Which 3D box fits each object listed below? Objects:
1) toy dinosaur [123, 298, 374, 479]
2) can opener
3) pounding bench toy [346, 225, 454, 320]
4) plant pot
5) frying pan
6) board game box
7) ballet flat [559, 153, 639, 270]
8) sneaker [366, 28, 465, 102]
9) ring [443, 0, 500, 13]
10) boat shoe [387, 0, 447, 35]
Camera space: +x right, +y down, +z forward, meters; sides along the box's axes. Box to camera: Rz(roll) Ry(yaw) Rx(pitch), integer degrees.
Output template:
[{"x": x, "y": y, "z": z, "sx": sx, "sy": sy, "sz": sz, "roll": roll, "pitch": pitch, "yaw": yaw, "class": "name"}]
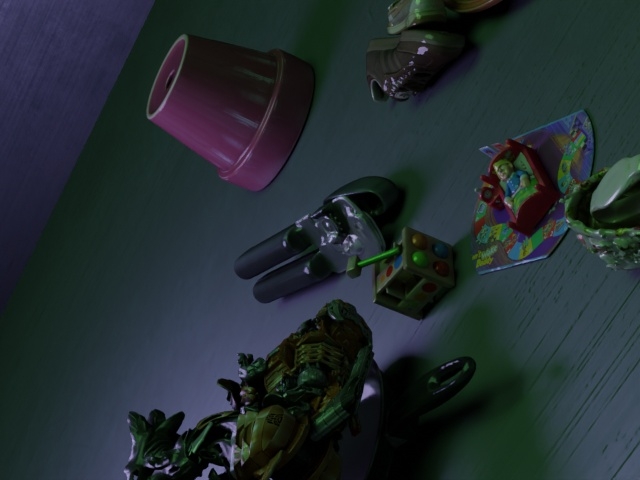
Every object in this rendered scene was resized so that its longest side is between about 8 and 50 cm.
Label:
[{"x": -0.054, "y": 0.179, "z": 1.031, "sx": 0.218, "sy": 0.164, "sz": 0.322, "roll": -31, "pitch": 3, "yaw": 38, "class": "toy dinosaur"}, {"x": 0.000, "y": 0.000, "z": 1.372, "sx": 0.095, "sy": 0.076, "sz": 0.283, "roll": -41, "pitch": 7, "yaw": -29, "class": "can opener"}, {"x": 0.073, "y": 0.023, "z": 1.119, "sx": 0.065, "sy": 0.083, "sz": 0.052, "roll": -50, "pitch": 27, "yaw": 39, "class": "pounding bench toy"}, {"x": -0.133, "y": -0.192, "z": 1.700, "sx": 0.201, "sy": 0.180, "sz": 0.201, "roll": -50, "pitch": 26, "yaw": 36, "class": "plant pot"}, {"x": 0.047, "y": 0.154, "z": 1.099, "sx": 0.326, "sy": 0.053, "sz": 0.197, "roll": -52, "pitch": 25, "yaw": 31, "class": "frying pan"}, {"x": 0.164, "y": -0.044, "z": 1.038, "sx": 0.169, "sy": 0.033, "sz": 0.133, "roll": -21, "pitch": 50, "yaw": 63, "class": "board game box"}, {"x": 0.244, "y": -0.040, "z": 0.780, "sx": 0.241, "sy": 0.077, "sz": 0.091, "roll": -36, "pitch": 36, "yaw": 53, "class": "ballet flat"}, {"x": 0.102, "y": -0.184, "z": 1.312, "sx": 0.188, "sy": 0.066, "sz": 0.071, "roll": -166, "pitch": 79, "yaw": -72, "class": "sneaker"}, {"x": 0.220, "y": -0.382, "z": 1.244, "sx": 0.336, "sy": 0.032, "sz": 0.336, "roll": -52, "pitch": 25, "yaw": 37, "class": "ring"}, {"x": 0.102, "y": -0.249, "z": 1.319, "sx": 0.153, "sy": 0.056, "sz": 0.048, "roll": -125, "pitch": 29, "yaw": -84, "class": "boat shoe"}]
